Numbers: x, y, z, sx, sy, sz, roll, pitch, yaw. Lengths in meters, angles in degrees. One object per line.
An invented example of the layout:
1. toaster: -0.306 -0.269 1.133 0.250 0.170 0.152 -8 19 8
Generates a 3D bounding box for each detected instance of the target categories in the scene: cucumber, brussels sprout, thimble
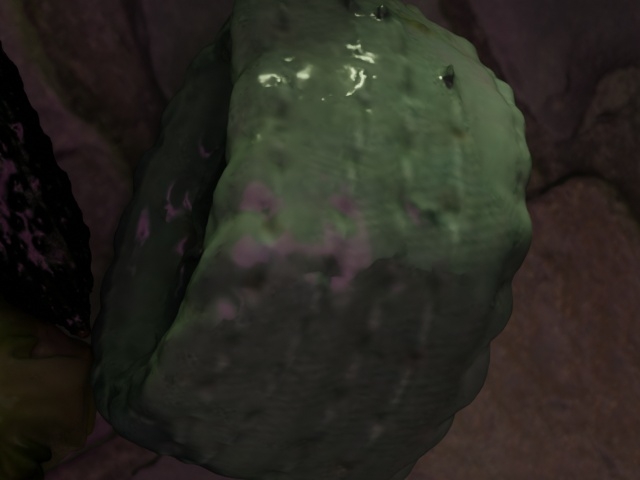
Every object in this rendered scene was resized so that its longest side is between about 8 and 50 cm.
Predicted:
1. cucumber: -0.188 -0.082 0.669 0.072 0.072 0.300 -27 103 -13
2. brussels sprout: -0.204 0.080 0.682 0.181 0.100 0.139 -6 83 0
3. thimble: 0.000 0.000 0.675 0.172 0.205 0.250 18 94 -20
